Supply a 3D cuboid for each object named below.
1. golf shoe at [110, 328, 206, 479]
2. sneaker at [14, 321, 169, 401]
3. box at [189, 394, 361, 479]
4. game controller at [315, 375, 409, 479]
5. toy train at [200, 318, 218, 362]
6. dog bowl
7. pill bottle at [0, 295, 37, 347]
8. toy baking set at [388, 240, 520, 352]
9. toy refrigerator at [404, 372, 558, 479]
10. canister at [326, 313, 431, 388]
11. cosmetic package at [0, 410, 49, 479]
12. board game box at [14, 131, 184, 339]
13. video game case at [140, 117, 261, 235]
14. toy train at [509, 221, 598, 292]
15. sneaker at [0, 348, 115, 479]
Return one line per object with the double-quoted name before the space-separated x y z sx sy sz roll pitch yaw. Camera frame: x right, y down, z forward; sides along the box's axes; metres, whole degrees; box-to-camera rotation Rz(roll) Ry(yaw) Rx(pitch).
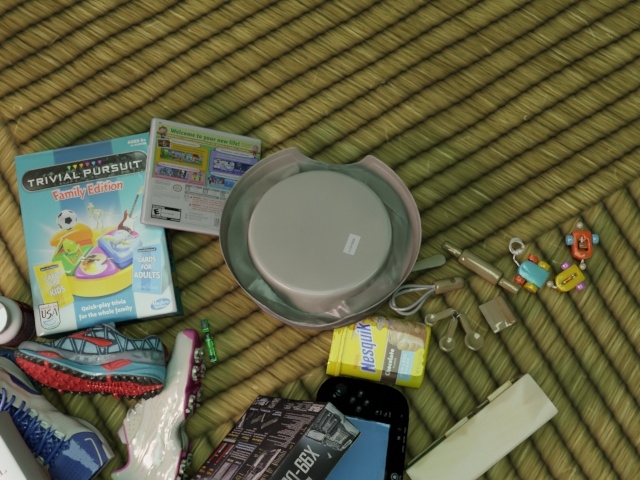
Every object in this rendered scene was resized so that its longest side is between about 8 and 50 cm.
"golf shoe" -0.284 0.301 1.674 0.140 0.115 0.306 9 79 6
"sneaker" -0.391 0.200 1.649 0.261 0.104 0.125 9 50 -1
"box" -0.095 0.367 1.532 0.076 0.307 0.242 45 68 -13
"game controller" 0.057 0.389 1.607 0.166 0.067 0.319 8 63 2
"toy train" -0.203 0.182 1.734 0.017 0.024 0.083 -15 80 -2
"dog bowl" 0.000 0.000 1.680 0.348 0.102 0.349 0 63 1
"pill bottle" -0.558 0.143 1.682 0.086 0.152 0.086 0 80 1
"toy baking set" 0.230 0.090 1.706 0.256 0.030 0.197 38 62 16
"toy refrigerator" 0.272 0.344 1.659 0.269 0.102 0.094 -37 82 -4
"canister" 0.104 0.192 1.703 0.169 0.073 0.126 10 81 1
"cosmetic package" -0.591 0.490 1.493 0.377 0.097 0.284 -33 87 -2
"board game box" -0.405 -0.008 1.743 0.253 0.079 0.336 -11 81 -1
"video game case" -0.215 -0.109 1.738 0.212 0.023 0.193 9 79 -25
"toy train" 0.425 0.036 1.739 0.166 0.046 0.125 -6 79 -3
"sneaker" -0.518 0.309 1.621 0.315 0.182 0.127 41 94 15
